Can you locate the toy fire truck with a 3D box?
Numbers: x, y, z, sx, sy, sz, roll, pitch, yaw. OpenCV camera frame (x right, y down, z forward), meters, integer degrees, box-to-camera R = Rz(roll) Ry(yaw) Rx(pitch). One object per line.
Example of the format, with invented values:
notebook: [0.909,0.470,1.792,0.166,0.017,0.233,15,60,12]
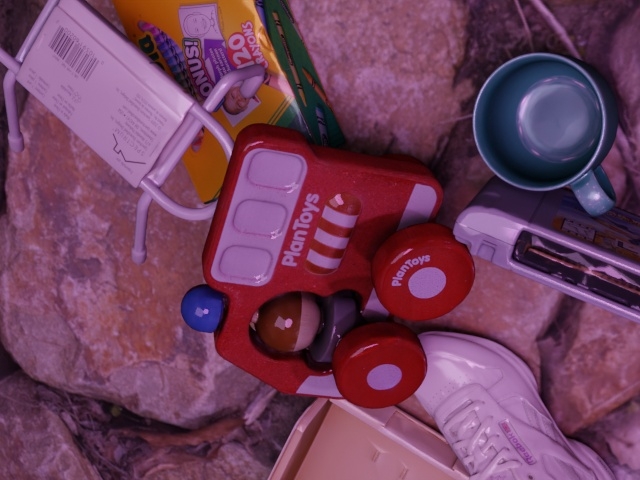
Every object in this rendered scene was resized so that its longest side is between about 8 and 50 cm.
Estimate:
toy fire truck: [-0.005,0.033,1.043,0.253,0.169,0.302,10,123,-18]

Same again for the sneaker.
sneaker: [0.202,0.221,1.097,0.305,0.152,0.114,44,121,6]

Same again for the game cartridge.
game cartridge: [0.283,0.016,0.963,0.297,0.198,0.062,23,114,11]

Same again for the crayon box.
crayon box: [-0.105,-0.199,1.126,0.165,0.081,0.279,-19,99,28]

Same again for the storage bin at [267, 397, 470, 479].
storage bin: [0.064,0.342,1.215,0.262,0.123,0.260,30,117,12]

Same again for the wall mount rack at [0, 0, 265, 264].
wall mount rack: [-0.227,-0.131,1.093,0.350,0.130,0.304,42,116,6]

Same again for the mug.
mug: [0.225,-0.104,0.996,0.129,0.097,0.158,0,98,26]
